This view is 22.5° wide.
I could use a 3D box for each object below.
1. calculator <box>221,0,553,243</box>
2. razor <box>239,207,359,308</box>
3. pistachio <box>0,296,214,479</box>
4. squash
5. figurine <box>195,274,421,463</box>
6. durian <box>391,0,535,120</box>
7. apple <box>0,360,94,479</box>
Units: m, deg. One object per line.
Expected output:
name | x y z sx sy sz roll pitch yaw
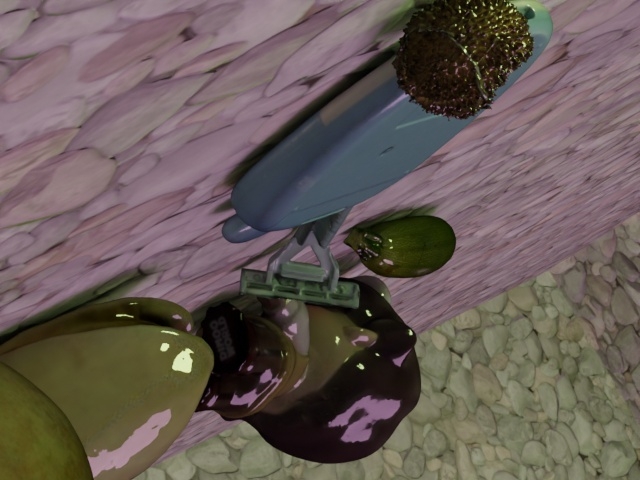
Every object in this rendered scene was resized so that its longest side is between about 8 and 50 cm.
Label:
calculator | 0.039 -0.074 1.112 0.188 0.042 0.303 -22 166 -47
razor | 0.001 -0.011 1.362 0.111 0.056 0.278 8 158 -6
pistachio | -0.194 0.129 1.236 0.238 0.138 0.153 -28 137 -15
squash | 0.095 0.008 1.709 0.066 0.066 0.252 -32 171 20
figurine | -0.047 0.124 1.733 0.218 0.206 0.365 -53 141 10
durian | 0.086 -0.110 0.946 0.091 0.080 0.080 -28 172 -26
apple | -0.257 0.193 0.998 0.234 0.257 0.257 -25 171 -42
